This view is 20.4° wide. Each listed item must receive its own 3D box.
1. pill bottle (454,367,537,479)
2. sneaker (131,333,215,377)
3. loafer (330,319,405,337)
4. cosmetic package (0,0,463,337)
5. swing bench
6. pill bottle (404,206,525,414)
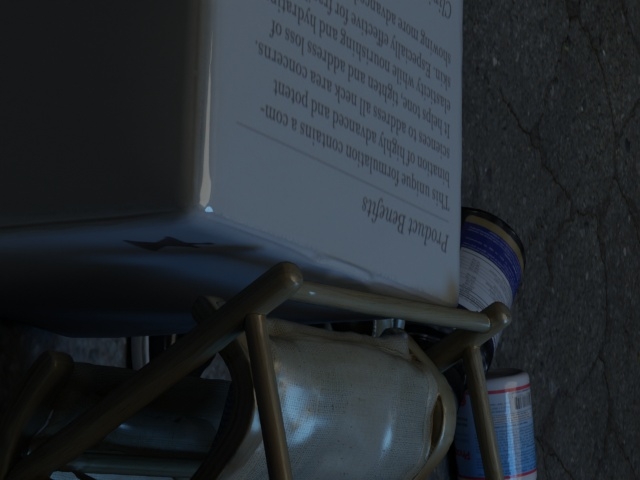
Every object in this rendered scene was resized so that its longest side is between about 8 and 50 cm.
[{"bbox_3d":[0.188,0.222,1.921,0.087,0.087,0.160,-11,97,-62],"label":"pill bottle"},{"bbox_3d":[-0.069,0.032,1.421,0.079,0.121,0.216,52,44,-46],"label":"sneaker"},{"bbox_3d":[0.000,0.000,1.611,0.087,0.094,0.251,-27,103,-34],"label":"loafer"},{"bbox_3d":[-0.116,-0.160,1.136,0.329,0.327,0.393,23,66,-59],"label":"cosmetic package"},{"bbox_3d":[-0.036,0.135,1.091,0.253,0.255,0.165,14,62,-54],"label":"swing bench"},{"bbox_3d":[0.122,0.077,1.776,0.122,0.123,0.219,65,35,-35],"label":"pill bottle"}]
